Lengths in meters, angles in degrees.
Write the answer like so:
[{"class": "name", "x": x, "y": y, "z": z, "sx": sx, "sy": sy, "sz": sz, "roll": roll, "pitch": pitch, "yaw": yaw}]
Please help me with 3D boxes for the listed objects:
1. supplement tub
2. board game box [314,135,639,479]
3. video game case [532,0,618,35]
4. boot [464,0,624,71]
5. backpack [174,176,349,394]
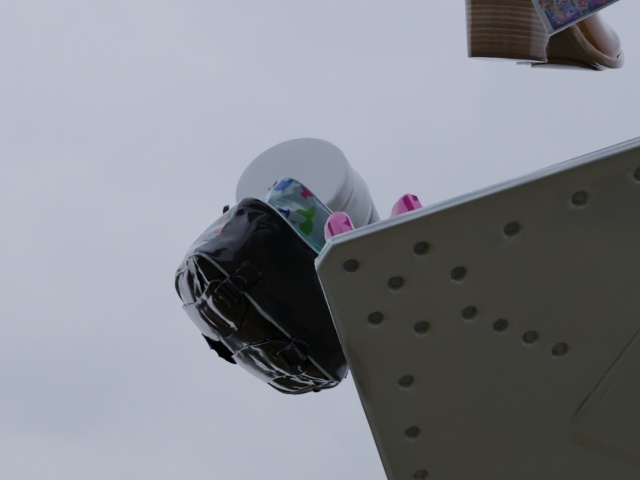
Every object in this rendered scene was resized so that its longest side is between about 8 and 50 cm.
[{"class": "supplement tub", "x": 0.000, "y": 0.000, "z": 1.716, "sx": 0.191, "sy": 0.191, "sz": 0.272, "roll": -7, "pitch": -41, "yaw": 17}, {"class": "board game box", "x": 0.227, "y": 0.090, "z": 0.775, "sx": 0.390, "sy": 0.050, "sz": 0.390, "roll": -18, "pitch": -57, "yaw": 1}, {"class": "video game case", "x": 0.216, "y": -0.226, "z": 0.909, "sx": 0.122, "sy": 0.087, "sz": 0.011, "roll": -26, "pitch": -11, "yaw": 15}, {"class": "boot", "x": 0.220, "y": -0.275, "z": 1.103, "sx": 0.109, "sy": 0.220, "sz": 0.283, "roll": 9, "pitch": 8, "yaw": 39}, {"class": "backpack", "x": -0.048, "y": 0.061, "z": 1.312, "sx": 0.225, "sy": 0.191, "sz": 0.253, "roll": 44, "pitch": -26, "yaw": -2}]
